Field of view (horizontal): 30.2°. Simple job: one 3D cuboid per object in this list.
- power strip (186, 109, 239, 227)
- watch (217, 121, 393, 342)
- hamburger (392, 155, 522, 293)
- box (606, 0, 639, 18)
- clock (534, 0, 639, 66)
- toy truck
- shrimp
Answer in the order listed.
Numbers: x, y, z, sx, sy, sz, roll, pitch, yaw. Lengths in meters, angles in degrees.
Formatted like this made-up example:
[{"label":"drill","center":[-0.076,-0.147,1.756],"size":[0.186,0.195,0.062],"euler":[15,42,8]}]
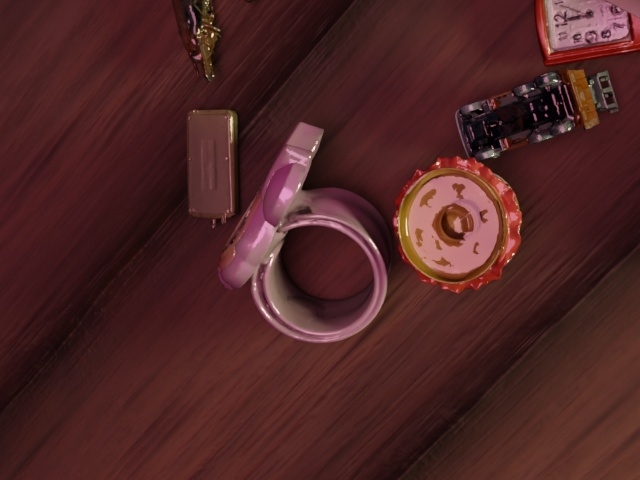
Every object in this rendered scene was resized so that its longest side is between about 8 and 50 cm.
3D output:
[{"label":"power strip","center":[-0.153,-0.102,1.690],"size":[0.076,0.028,0.169],"euler":[2,95,18]},{"label":"watch","center":[0.000,0.000,1.588],"size":[0.217,0.211,0.248],"euler":[30,114,-6]},{"label":"hamburger","center":[0.184,-0.020,1.531],"size":[0.175,0.137,0.175],"euler":[1,92,22]},{"label":"box","center":[0.307,-0.430,1.355],"size":[0.341,0.143,0.225],"euler":[37,139,27]},{"label":"clock","center":[0.347,-0.284,1.488],"size":[0.155,0.061,0.113],"euler":[-6,93,22]},{"label":"toy truck","center":[0.270,-0.161,1.504],"size":[0.177,0.115,0.080],"euler":[-16,92,42]},{"label":"shrimp","center":[-0.147,-0.348,1.646],"size":[0.143,0.052,0.251],"euler":[-5,94,16]}]
